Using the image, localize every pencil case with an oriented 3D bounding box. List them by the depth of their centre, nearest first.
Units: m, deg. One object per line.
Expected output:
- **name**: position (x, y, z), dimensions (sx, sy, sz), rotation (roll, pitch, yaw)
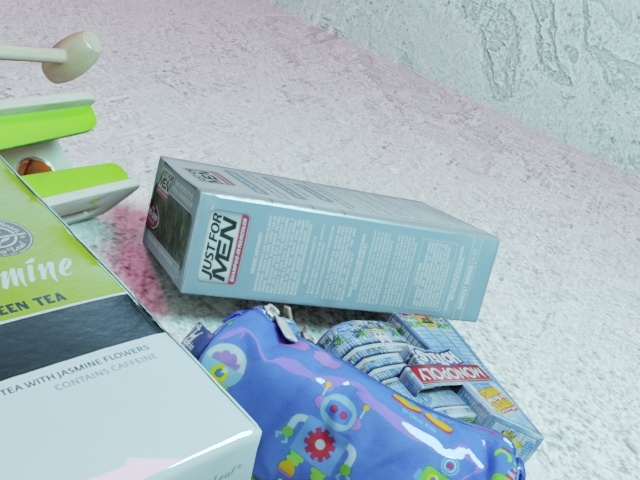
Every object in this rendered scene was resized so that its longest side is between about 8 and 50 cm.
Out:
- **pencil case**: position (0.024, 0.164, 0.692), dimensions (0.306, 0.133, 0.119), rotation (28, 6, 10)

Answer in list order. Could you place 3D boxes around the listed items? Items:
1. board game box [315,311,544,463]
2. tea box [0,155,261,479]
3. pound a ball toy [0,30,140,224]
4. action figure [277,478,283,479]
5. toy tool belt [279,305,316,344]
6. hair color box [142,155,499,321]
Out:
- **board game box**: position (0.122, 0.155, 0.836), dimensions (0.194, 0.060, 0.194), rotation (10, 28, -48)
- **tea box**: position (-0.266, 0.121, 0.392), dimensions (0.329, 0.220, 0.323), rotation (-16, 44, -40)
- **pound a ball toy**: position (-0.349, -0.104, 0.881), dimensions (0.319, 0.136, 0.208), rotation (-26, 88, -57)
- **action figure**: position (-0.082, 0.251, 0.517), dimensions (0.232, 0.063, 0.137), rotation (-12, 42, -39)
- **toy tool belt**: position (-0.031, 0.109, 0.846), dimensions (0.052, 0.051, 0.083), rotation (7, 29, -27)
- **hair color box**: position (0.000, 0.000, 0.969), dimensions (0.375, 0.113, 0.185), rotation (9, 12, -26)
